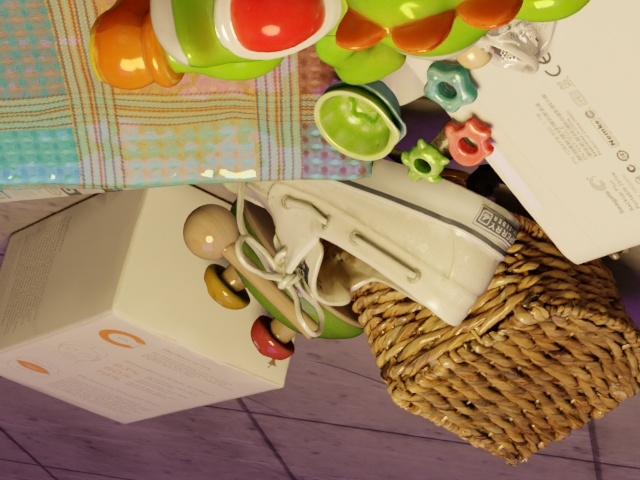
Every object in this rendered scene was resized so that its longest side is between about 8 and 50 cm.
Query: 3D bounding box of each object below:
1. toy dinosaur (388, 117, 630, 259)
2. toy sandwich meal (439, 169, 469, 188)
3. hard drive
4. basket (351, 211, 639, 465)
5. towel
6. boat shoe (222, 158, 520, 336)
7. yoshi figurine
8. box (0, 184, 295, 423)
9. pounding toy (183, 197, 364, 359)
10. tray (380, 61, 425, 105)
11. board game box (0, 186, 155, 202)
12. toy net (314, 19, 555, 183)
[{"bbox_3d":[0.203,-0.082,1.441,0.313,0.121,0.160,22,142,14],"label":"toy dinosaur"},{"bbox_3d":[0.116,-0.041,1.660,0.085,0.029,0.085,8,163,2],"label":"toy sandwich meal"},{"bbox_3d":[0.250,-0.118,1.230,0.353,0.047,0.233,-21,116,47],"label":"hard drive"},{"bbox_3d":[0.176,0.056,1.734,0.213,0.223,0.299,-34,146,17],"label":"basket"},{"bbox_3d":[-0.147,-0.130,1.353,0.370,0.040,0.271,-2,142,3],"label":"towel"},{"bbox_3d":[0.006,0.004,1.533,0.367,0.156,0.136,21,172,44],"label":"boat shoe"},{"bbox_3d":[0.018,-0.199,1.145,0.362,0.203,0.203,1,175,28],"label":"yoshi figurine"},{"bbox_3d":[-0.199,0.072,1.917,0.215,0.168,0.345,26,155,-28],"label":"box"},{"bbox_3d":[-0.056,0.051,1.704,0.183,0.110,0.237,49,-165,11],"label":"pounding toy"},{"bbox_3d":[-0.005,-0.188,1.369,0.270,0.030,0.145,24,154,-26],"label":"tray"},{"bbox_3d":[-0.241,-0.133,1.542,0.303,0.097,0.224,-2,153,34],"label":"board game box"},{"bbox_3d":[0.099,-0.109,1.275,0.122,0.045,0.232,45,140,-11],"label":"toy net"}]
